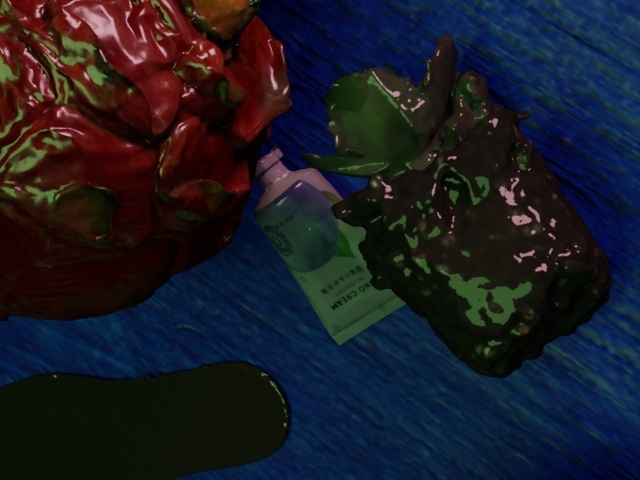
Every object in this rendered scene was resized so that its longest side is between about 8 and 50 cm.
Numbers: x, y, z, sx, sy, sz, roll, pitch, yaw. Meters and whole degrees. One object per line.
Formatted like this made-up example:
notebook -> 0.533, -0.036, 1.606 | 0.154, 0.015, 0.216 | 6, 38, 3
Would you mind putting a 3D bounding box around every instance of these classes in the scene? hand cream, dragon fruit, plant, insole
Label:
hand cream -> 0.000, 0.000, 1.022 | 0.084, 0.053, 0.142 | -33, 95, 32
dragon fruit -> -0.167, -0.082, 0.949 | 0.342, 0.277, 0.277 | -31, 86, 50
plant -> 0.083, -0.021, 0.906 | 0.142, 0.131, 0.203 | -43, 65, 2
insole -> -0.159, 0.151, 1.177 | 0.328, 0.007, 0.111 | -12, 98, 33
